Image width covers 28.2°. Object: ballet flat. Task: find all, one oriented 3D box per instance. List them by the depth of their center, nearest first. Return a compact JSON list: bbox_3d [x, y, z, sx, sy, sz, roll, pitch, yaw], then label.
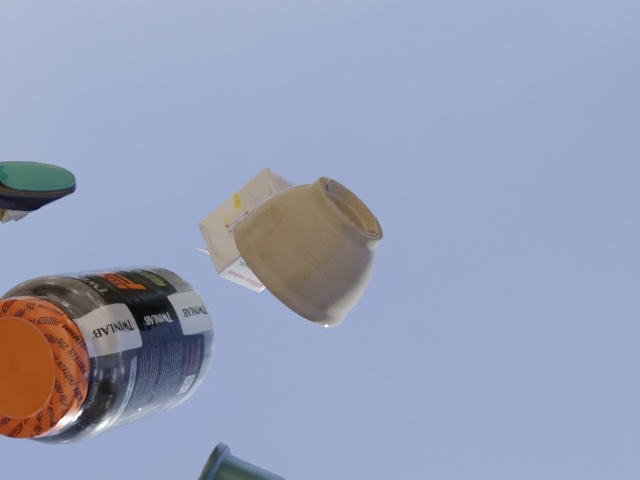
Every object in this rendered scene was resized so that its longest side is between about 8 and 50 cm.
[{"bbox_3d":[-0.382,-0.056,1.461,0.203,0.074,0.074,2,-173,-37],"label":"ballet flat"}]

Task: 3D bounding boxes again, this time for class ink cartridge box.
[{"bbox_3d":[-0.081,-0.006,1.649,0.143,0.092,0.090,-39,-127,20],"label":"ink cartridge box"}]

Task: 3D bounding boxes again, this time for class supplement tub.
[{"bbox_3d":[-0.290,0.140,1.609,0.207,0.207,0.338,-15,177,20],"label":"supplement tub"}]

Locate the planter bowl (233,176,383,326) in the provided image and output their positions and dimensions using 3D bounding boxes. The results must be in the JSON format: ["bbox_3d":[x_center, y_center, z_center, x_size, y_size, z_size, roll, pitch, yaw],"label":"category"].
[{"bbox_3d":[0.000,0.000,1.399,0.109,0.162,0.162,-45,-161,20],"label":"planter bowl"}]

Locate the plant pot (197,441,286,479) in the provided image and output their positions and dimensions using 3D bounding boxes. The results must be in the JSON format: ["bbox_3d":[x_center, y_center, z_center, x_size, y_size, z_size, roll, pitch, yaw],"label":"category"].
[{"bbox_3d":[-0.003,0.433,1.395,0.334,0.341,0.341,16,-145,5],"label":"plant pot"}]
